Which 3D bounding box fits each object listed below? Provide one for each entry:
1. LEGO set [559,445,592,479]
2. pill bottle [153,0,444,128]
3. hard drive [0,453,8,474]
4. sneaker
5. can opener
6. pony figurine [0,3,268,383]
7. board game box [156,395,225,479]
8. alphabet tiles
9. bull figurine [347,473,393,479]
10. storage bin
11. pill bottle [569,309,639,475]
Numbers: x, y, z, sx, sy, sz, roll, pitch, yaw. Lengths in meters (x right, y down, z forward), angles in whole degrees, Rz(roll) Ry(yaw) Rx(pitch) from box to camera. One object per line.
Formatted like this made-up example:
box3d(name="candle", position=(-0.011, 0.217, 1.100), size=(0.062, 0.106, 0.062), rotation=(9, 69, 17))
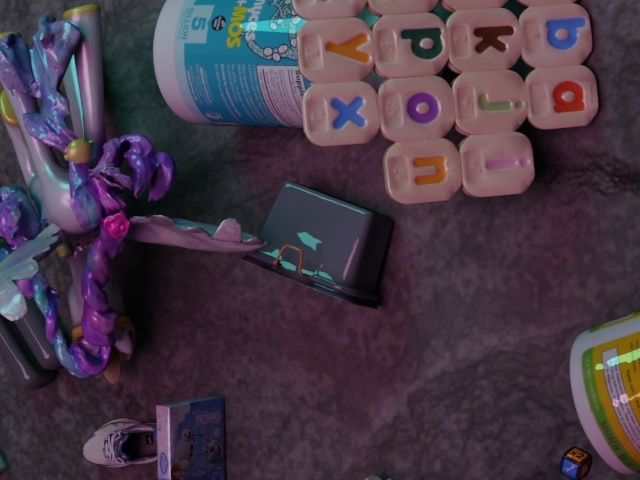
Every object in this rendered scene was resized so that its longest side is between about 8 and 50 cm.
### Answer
box3d(name="LEGO set", position=(0.281, 0.299, 1.749), size=(0.244, 0.060, 0.182), rotation=(50, 135, 10))
box3d(name="pill bottle", position=(-0.018, -0.180, 1.869), size=(0.264, 0.146, 0.146), rotation=(3, 95, 30))
box3d(name="hard drive", position=(-0.484, 0.139, 2.134), size=(0.040, 0.203, 0.307), rotation=(-39, 74, 27))
box3d(name="sneaker", position=(-0.202, 0.213, 2.055), size=(0.135, 0.058, 0.052), rotation=(-12, 87, 32))
box3d(name="can opener", position=(-0.379, 0.036, 2.128), size=(0.076, 0.095, 0.283), rotation=(-43, 72, 26))
box3d(name="pony figurine", position=(-0.232, -0.037, 1.929), size=(0.303, 0.351, 0.363), rotation=(-12, 87, -11))
box3d(name="board game box", position=(-0.132, 0.208, 1.993), size=(0.020, 0.090, 0.090), rotation=(0, 93, 35))
box3d(name="alphabet tiles", position=(0.112, -0.178, 1.763), size=(0.278, 0.021, 0.284), rotation=(-6, 90, -13))
box3d(name="bull figurine", position=(0.001, 0.346, 1.834), size=(0.188, 0.310, 0.101), rotation=(61, 158, 13))
box3d(name="storage bin", position=(0.000, 0.000, 1.906), size=(0.135, 0.098, 0.091), rotation=(20, 93, 28))
box3d(name="pill bottle", position=(0.350, 0.106, 1.671), size=(0.246, 0.136, 0.136), rotation=(-22, 82, 30))
